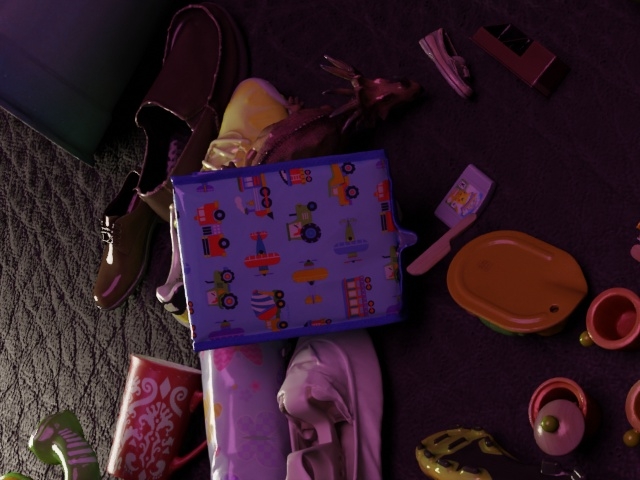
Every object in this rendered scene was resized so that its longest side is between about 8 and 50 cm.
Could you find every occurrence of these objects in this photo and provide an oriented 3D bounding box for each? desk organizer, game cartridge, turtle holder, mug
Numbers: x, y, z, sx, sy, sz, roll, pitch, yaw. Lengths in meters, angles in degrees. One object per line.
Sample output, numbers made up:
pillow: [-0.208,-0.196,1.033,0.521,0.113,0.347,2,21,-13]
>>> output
desk organizer: [0.257,-0.240,1.856,0.050,0.047,0.130,-51,50,9]
game cartridge: [0.189,-0.052,1.863,0.056,0.017,0.083,42,102,36]
turtle holder: [-0.355,0.421,1.949,0.243,0.320,0.227,-36,23,-22]
mug: [-0.223,0.257,2.018,0.150,0.113,0.169,13,86,42]

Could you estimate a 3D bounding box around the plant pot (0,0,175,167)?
plant pot: [-0.406,-0.348,2.258,0.341,0.341,0.334,32,88,41]

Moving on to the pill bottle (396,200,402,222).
pill bottle: [0.000,0.000,1.926,0.208,0.117,0.117,-44,52,18]

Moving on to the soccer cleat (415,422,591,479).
soccer cleat: [0.213,0.296,1.669,0.093,0.121,0.289,-31,26,-28]

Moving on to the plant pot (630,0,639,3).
plant pot: [0.430,-0.350,1.674,0.230,0.215,0.215,-2,72,53]

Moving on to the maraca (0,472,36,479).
maraca: [-0.432,0.432,2.133,0.127,0.099,0.186,-28,83,38]

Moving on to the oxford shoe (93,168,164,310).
oxford shoe: [-0.305,-0.005,2.188,0.083,0.096,0.227,16,86,39]

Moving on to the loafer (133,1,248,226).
loafer: [-0.198,-0.200,2.148,0.134,0.130,0.366,-12,67,35]

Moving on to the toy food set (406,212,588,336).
toy food set: [0.229,0.058,1.764,0.218,0.071,0.128,29,67,38]

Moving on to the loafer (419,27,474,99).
loafer: [0.174,-0.239,1.925,0.039,0.045,0.125,-41,50,12]

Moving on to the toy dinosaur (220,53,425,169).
toy dinosaur: [-0.017,-0.140,1.926,0.295,0.127,0.200,-43,1,-29]

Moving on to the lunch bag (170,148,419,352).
lunch bag: [-0.022,0.008,1.816,0.293,0.138,0.221,-6,94,7]

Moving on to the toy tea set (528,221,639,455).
toy tea set: [0.357,0.109,1.597,0.200,0.124,0.336,36,97,41]

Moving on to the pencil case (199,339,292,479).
pencil case: [-0.093,0.234,1.920,0.113,0.124,0.273,133,137,-54]

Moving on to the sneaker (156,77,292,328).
sneaker: [-0.125,-0.055,2.028,0.145,0.147,0.385,-4,71,39]

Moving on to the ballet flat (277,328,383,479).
ballet flat: [0.007,0.252,1.822,0.139,0.139,0.400,-20,62,32]
